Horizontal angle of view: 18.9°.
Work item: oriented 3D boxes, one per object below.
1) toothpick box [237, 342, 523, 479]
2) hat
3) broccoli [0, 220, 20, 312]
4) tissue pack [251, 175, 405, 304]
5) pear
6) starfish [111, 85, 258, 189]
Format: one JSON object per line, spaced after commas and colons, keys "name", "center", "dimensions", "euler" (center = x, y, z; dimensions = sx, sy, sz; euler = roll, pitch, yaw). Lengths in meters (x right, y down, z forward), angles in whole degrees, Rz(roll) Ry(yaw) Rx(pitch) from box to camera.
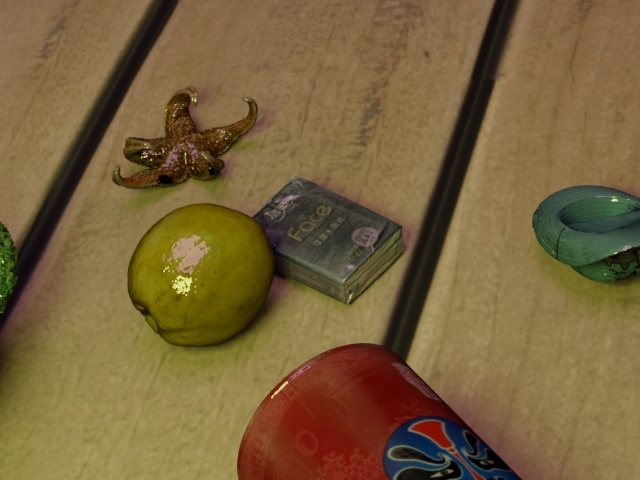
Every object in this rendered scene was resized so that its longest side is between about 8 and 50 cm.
{"name": "toothpick box", "center": [0.093, 0.266, 1.733], "dimensions": [0.204, 0.204, 0.333], "euler": [-27, 45, -21]}
{"name": "hat", "center": [0.312, 0.003, 2.093], "dimensions": [0.138, 0.078, 0.191], "euler": [-10, 22, -15]}
{"name": "broccoli", "center": [-0.487, 0.098, 1.941], "dimensions": [0.413, 0.321, 0.310], "euler": [-33, 77, -29]}
{"name": "tissue pack", "center": [0.000, 0.000, 2.154], "dimensions": [0.156, 0.051, 0.112], "euler": [25, 52, 30]}
{"name": "pear", "center": [-0.131, 0.038, 2.062], "dimensions": [0.149, 0.149, 0.162], "euler": [28, 53, 33]}
{"name": "starfish", "center": [-0.164, -0.108, 2.280], "dimensions": [0.146, 0.074, 0.190], "euler": [21, 49, 30]}
